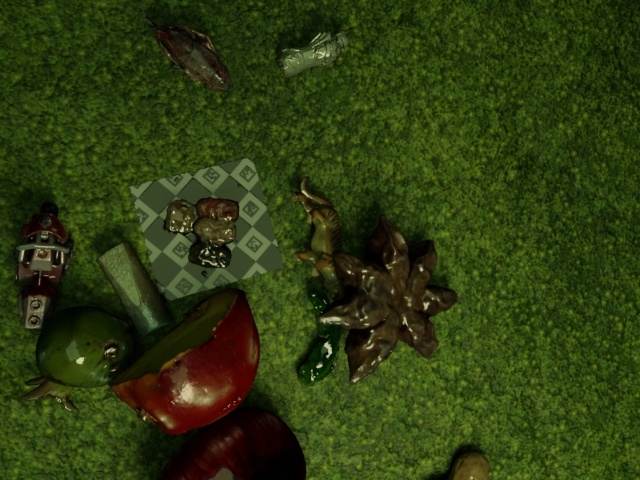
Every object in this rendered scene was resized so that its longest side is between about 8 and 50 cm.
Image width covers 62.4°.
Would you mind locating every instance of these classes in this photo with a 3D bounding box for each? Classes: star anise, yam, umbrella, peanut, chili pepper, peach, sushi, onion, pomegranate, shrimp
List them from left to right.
[{"bbox_3d":[-0.397,0.197,0.855,0.191,0.131,0.152,-45,135,4],"label":"pomegranate"},{"bbox_3d":[-0.318,0.086,0.912,0.068,0.068,0.169,-29,95,-11],"label":"yam"},{"bbox_3d":[-0.238,-0.337,0.943,0.190,0.073,0.074,33,78,-14],"label":"shrimp"},{"bbox_3d":[-0.202,-0.023,0.949,0.232,0.047,0.219,-16,91,-12],"label":"sushi"},{"bbox_3d":[-0.178,0.198,0.869,0.267,0.159,0.153,-44,118,-44],"label":"peach"},{"bbox_3d":[-0.124,0.419,0.839,0.273,0.285,0.272,-27,131,-35],"label":"onion"},{"bbox_3d":[-0.013,-0.353,0.993,0.144,0.067,0.062,-25,52,-4],"label":"umbrella"},{"bbox_3d":[0.001,0.182,0.983,0.073,0.050,0.182,7,84,-2],"label":"chili pepper"},{"bbox_3d":[0.124,0.121,0.958,0.316,0.108,0.315,4,83,-36],"label":"star anise"},{"bbox_3d":[0.254,0.487,1.010,0.193,0.089,0.089,-43,96,-14],"label":"peanut"}]

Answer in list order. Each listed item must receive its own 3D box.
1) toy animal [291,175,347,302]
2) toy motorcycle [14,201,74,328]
[{"bbox_3d":[0.000,0.000,0.978,0.099,0.057,0.241,0,81,-48],"label":"toy animal"},{"bbox_3d":[-0.451,0.042,0.861,0.082,0.122,0.213,6,88,-25],"label":"toy motorcycle"}]
